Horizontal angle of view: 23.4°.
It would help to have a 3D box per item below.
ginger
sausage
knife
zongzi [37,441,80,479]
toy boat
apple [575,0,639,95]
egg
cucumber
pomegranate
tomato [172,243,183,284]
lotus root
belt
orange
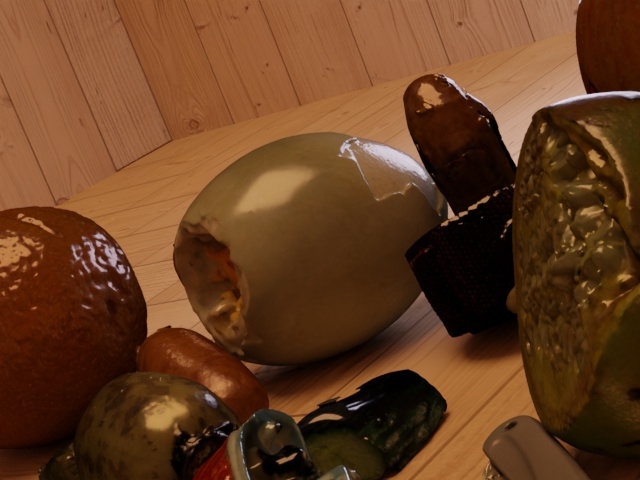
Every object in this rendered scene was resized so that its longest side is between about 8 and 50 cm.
[{"bbox_3d":[0.205,-0.071,1.895,0.107,0.309,0.133,-24,30,26],"label":"ginger"},{"bbox_3d":[-0.143,0.167,1.828,0.109,0.108,0.270,-26,21,-18],"label":"sausage"},{"bbox_3d":[0.188,0.208,1.283,0.073,0.040,0.265,-33,13,-2],"label":"knife"},{"bbox_3d":[-0.241,0.241,1.743,0.130,0.062,0.154,-21,-10,-29],"label":"zongzi"},{"bbox_3d":[-0.020,0.227,1.285,0.133,0.145,0.332,-33,17,1],"label":"toy boat"},{"bbox_3d":[0.536,-0.284,2.088,0.400,0.333,0.400,-21,14,5],"label":"apple"},{"bbox_3d":[0.000,0.000,1.916,0.336,0.278,0.278,-26,13,-23],"label":"egg"},{"bbox_3d":[0.040,0.187,1.541,0.115,0.085,0.193,-13,8,41],"label":"cucumber"},{"bbox_3d":[0.286,0.032,1.351,0.216,0.309,0.358,-6,-9,-4],"label":"pomegranate"},{"bbox_3d":[-0.087,0.056,2.133,0.233,0.139,0.200,-1,-5,-12],"label":"tomato"},{"bbox_3d":[-0.168,0.221,1.560,0.173,0.173,0.309,-27,9,-22],"label":"lotus root"},{"bbox_3d":[0.252,0.010,1.754,0.289,0.164,0.184,-26,-13,-13],"label":"belt"},{"bbox_3d":[-0.403,0.119,2.024,0.357,0.322,0.322,-20,11,36],"label":"orange"}]
